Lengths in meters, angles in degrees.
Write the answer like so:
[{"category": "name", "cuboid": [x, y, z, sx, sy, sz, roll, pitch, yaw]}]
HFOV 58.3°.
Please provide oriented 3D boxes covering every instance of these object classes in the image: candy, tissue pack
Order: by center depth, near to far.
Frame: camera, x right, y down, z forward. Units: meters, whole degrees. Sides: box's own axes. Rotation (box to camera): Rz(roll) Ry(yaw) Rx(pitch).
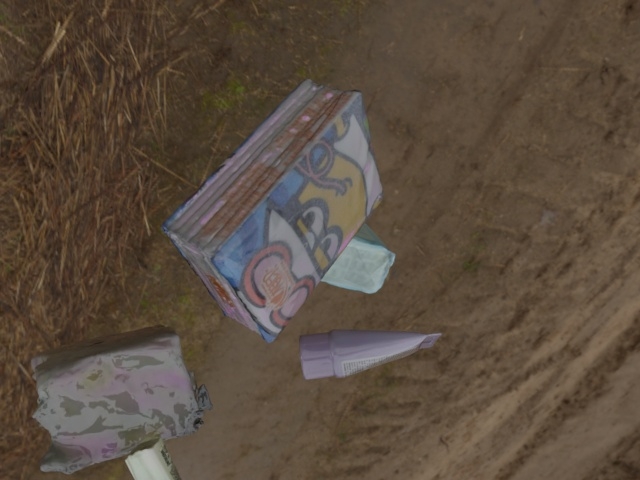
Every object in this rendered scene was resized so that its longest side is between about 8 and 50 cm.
[{"category": "tissue pack", "cuboid": [-0.022, -0.021, 0.408, 0.155, 0.065, 0.115, -52, 147, -22]}, {"category": "candy", "cuboid": [-0.258, 0.191, 0.734, 0.195, 0.185, 0.137, -13, 93, -24]}, {"category": "tissue pack", "cuboid": [0.000, 0.000, 0.941, 0.177, 0.263, 0.089, 15, 100, -12]}]

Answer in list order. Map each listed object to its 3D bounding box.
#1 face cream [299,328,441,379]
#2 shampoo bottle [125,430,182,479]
[{"category": "face cream", "cuboid": [0.097, 0.217, 1.143, 0.274, 0.096, 0.154, -7, 157, 0]}, {"category": "shampoo bottle", "cuboid": [-0.136, 0.250, 0.535, 0.034, 0.049, 0.141, -25, 93, -10]}]
